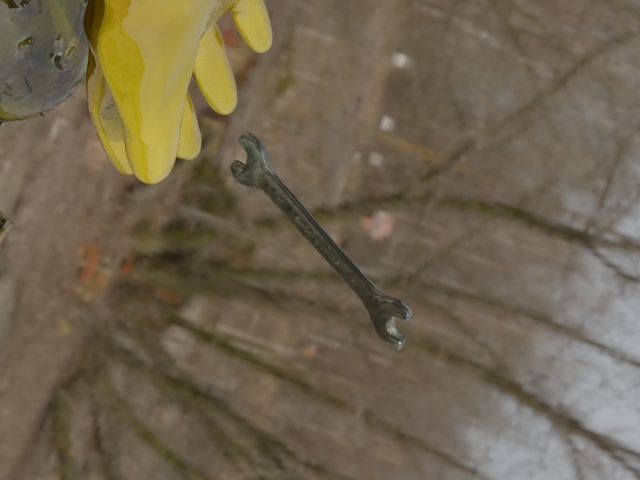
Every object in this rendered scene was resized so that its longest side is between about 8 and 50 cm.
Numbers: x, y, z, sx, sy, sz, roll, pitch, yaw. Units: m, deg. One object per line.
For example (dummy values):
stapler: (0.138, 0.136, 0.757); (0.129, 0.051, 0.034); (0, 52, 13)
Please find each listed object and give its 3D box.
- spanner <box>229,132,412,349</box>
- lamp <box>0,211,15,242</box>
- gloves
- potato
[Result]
spanner: (0.000, 0.000, 1.637); (0.015, 0.254, 0.054); (-28, 162, -47)
lamp: (-0.375, 0.028, 1.641); (0.089, 0.090, 0.325); (-56, -172, -24)
gloves: (-0.077, -0.127, 0.981); (0.133, 0.116, 0.294); (-30, 160, -12)
potato: (-0.248, -0.176, 1.186); (0.113, 0.149, 0.251); (58, 2, 40)
